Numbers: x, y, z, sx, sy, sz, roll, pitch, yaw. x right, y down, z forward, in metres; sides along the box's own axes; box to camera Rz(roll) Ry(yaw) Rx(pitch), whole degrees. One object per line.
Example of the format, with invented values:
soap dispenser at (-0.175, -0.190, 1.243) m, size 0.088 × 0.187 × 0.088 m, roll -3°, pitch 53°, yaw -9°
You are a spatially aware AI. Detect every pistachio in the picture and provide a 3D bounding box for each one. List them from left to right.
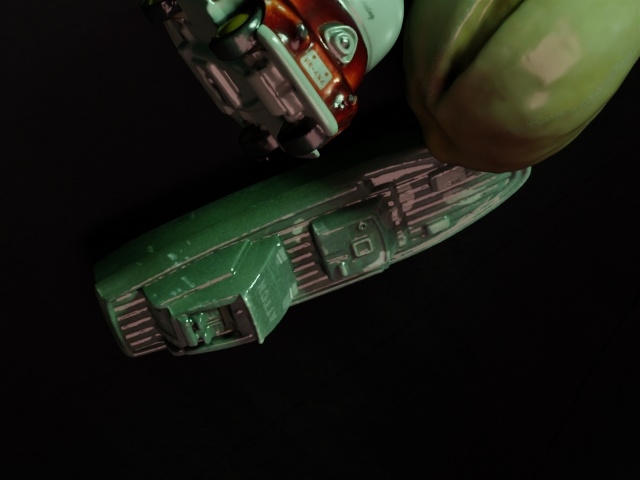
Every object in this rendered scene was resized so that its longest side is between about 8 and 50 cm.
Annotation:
pistachio at (0.115, -0.117, 1.003) m, size 0.185 × 0.124 × 0.124 m, roll -46°, pitch 131°, yaw 12°

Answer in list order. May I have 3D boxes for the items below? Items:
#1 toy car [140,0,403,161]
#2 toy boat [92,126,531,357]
toy car at (-0.008, -0.108, 0.956) m, size 0.112 × 0.139 × 0.112 m, roll -40°, pitch 113°, yaw -12°
toy boat at (0.000, 0.000, 1.076) m, size 0.260 × 0.085 × 0.078 m, roll -22°, pitch 134°, yaw -4°
